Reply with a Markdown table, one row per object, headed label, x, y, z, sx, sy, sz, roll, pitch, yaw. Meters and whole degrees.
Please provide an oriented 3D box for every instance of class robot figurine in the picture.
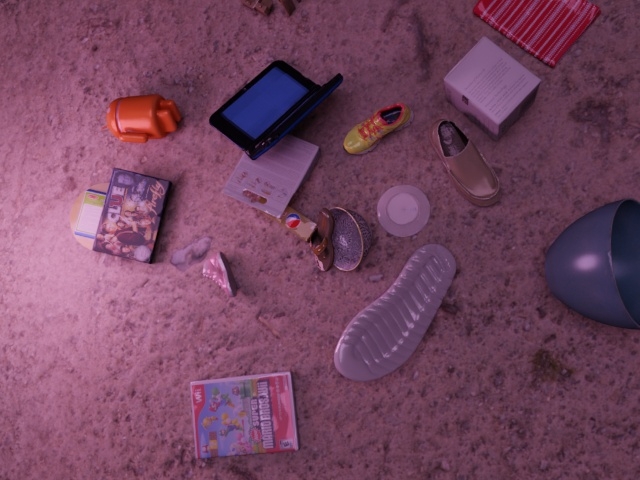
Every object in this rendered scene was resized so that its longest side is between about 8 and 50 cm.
| label | x | y | z | sx | sy | sz | roll | pitch | yaw |
| --- | --- | --- | --- | --- | --- | --- | --- | --- | --- |
| robot figurine | -0.516 | -0.350 | 1.850 | 0.219 | 0.128 | 0.158 | -1 | 89 | 12 |

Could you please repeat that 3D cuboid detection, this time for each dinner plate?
| label | x | y | z | sx | sy | sz | roll | pitch | yaw |
| --- | --- | --- | --- | --- | --- | --- | --- | --- | --- |
| dinner plate | 0.219 | -0.080 | 1.710 | 0.141 | 0.017 | 0.141 | -1 | 82 | 11 |

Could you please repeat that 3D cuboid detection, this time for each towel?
| label | x | y | z | sx | sy | sz | roll | pitch | yaw |
| --- | --- | --- | --- | --- | --- | --- | --- | --- | --- |
| towel | 0.566 | -0.608 | 1.703 | 0.275 | 0.031 | 0.199 | 41 | 93 | 14 |

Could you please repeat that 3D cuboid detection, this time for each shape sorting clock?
| label | x | y | z | sx | sy | sz | roll | pitch | yaw |
| --- | --- | --- | --- | --- | --- | --- | --- | --- | --- |
| shape sorting clock | -0.626 | -0.068 | 1.878 | 0.206 | 0.040 | 0.206 | -1 | 83 | 5 |

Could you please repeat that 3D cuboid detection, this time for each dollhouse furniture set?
| label | x | y | z | sx | sy | sz | roll | pitch | yaw |
| --- | --- | --- | --- | --- | --- | --- | --- | --- | --- |
| dollhouse furniture set | -0.142 | -0.722 | 1.825 | 0.151 | 0.123 | 0.144 | 33 | 90 | 15 |

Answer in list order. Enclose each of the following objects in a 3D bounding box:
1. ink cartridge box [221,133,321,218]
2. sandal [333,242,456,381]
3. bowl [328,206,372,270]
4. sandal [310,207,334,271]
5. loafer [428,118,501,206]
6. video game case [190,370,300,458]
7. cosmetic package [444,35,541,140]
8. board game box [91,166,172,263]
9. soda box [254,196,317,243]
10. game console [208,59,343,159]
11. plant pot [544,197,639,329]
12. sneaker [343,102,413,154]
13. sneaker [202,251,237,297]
| label | x | y | z | sx | sy | sz | roll | pitch | yaw |
| --- | --- | --- | --- | --- | --- | --- | --- | --- | --- |
| ink cartridge box | -0.132 | -0.186 | 1.760 | 0.189 | 0.066 | 0.232 | 24 | 80 | 14 |
| sandal | 0.198 | 0.190 | 1.639 | 0.169 | 0.102 | 0.416 | 43 | 80 | 0 |
| bowl | 0.081 | -0.012 | 1.682 | 0.080 | 0.170 | 0.170 | -16 | 74 | -35 |
| sandal | 0.000 | 0.000 | 1.682 | 0.072 | 0.049 | 0.180 | 37 | 135 | 41 |
| loafer | 0.364 | -0.203 | 1.656 | 0.102 | 0.092 | 0.269 | -37 | 76 | 5 |
| video game case | -0.203 | 0.464 | 1.718 | 0.285 | 0.025 | 0.204 | -8 | 80 | 11 |
| cosmetic package | 0.431 | -0.381 | 1.637 | 0.183 | 0.151 | 0.151 | 44 | 93 | 15 |
| board game box | -0.533 | -0.069 | 1.832 | 0.165 | 0.042 | 0.243 | 13 | 85 | -6 |
| soda box | -0.089 | -0.063 | 1.750 | 0.181 | 0.061 | 0.058 | 32 | 90 | 15 |
| game console | -0.123 | -0.372 | 1.713 | 0.293 | 0.250 | 0.173 | -46 | 101 | -16 |
| plant pot | 0.638 | 0.063 | 1.488 | 0.195 | 0.290 | 0.290 | -11 | 77 | 47 |
| sneaker | 0.146 | -0.306 | 1.718 | 0.208 | 0.094 | 0.081 | -33 | 78 | 7 |
| sneaker | -0.279 | 0.104 | 1.774 | 0.070 | 0.051 | 0.134 | -25 | 74 | 9 |
